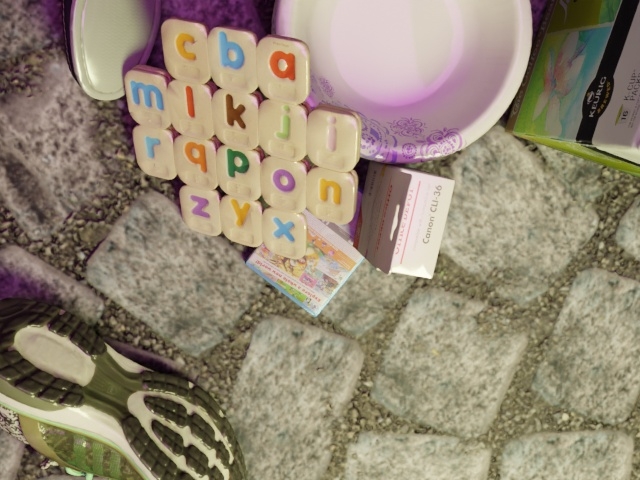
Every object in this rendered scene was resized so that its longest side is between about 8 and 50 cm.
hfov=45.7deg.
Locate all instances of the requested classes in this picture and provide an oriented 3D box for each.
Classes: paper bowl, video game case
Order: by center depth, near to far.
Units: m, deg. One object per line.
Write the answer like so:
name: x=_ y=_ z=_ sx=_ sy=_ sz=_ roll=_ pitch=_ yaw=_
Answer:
paper bowl: x=0.084 y=-0.235 z=0.876 sx=0.284 sy=0.148 sz=0.284 roll=-1 pitch=101 yaw=-6
video game case: x=0.000 y=0.000 z=0.978 sx=0.119 sy=0.015 sz=0.166 roll=38 pitch=94 yaw=-12

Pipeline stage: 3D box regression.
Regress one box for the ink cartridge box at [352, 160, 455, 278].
ink cartridge box: x=0.095 y=-0.026 z=0.874 sx=0.067 sy=0.198 sz=0.115 roll=10 pitch=98 yaw=-9

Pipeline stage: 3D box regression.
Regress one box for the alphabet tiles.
alphabet tiles: x=-0.090 y=-0.108 z=0.856 sx=0.284 sy=0.021 sz=0.278 roll=15 pitch=130 yaw=18

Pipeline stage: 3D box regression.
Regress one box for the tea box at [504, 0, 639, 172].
tea box: x=0.402 y=-0.232 z=0.823 sx=0.219 sy=0.323 sz=0.329 roll=16 pitch=97 yaw=-10

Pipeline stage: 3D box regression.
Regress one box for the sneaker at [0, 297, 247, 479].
sneaker: x=-0.271 y=0.241 z=0.956 sx=0.410 sy=0.158 sz=0.182 roll=40 pitch=125 yaw=-14

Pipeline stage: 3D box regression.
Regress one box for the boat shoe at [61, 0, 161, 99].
boat shoe: x=-0.243 y=-0.313 z=0.855 sx=0.114 sy=0.091 sz=0.303 roll=2 pitch=103 yaw=-52
